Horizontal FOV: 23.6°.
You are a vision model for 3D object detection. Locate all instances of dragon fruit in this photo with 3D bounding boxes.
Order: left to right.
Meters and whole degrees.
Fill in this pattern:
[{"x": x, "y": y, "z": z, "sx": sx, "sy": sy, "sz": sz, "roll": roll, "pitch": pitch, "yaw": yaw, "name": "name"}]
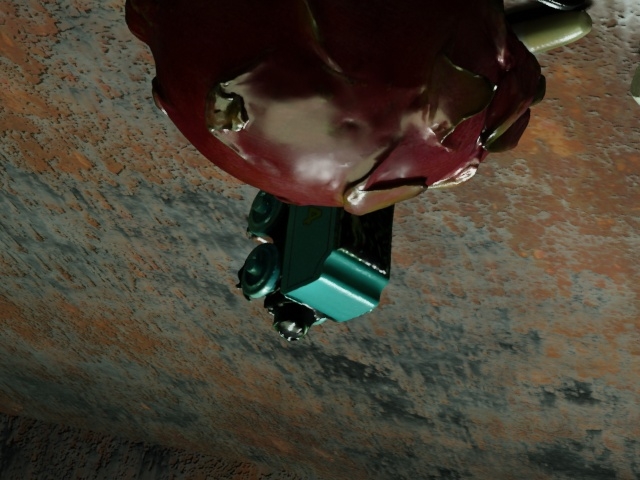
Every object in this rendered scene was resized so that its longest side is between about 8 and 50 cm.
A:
[{"x": 0.001, "y": -0.139, "z": 1.161, "sx": 0.315, "sy": 0.250, "sz": 0.250, "roll": 38, "pitch": 157, "yaw": -6, "name": "dragon fruit"}]

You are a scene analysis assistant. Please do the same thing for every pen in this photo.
[{"x": 0.134, "y": -0.157, "z": 1.285, "sx": 0.040, "sy": 0.032, "sz": 0.233, "roll": 2, "pitch": 173, "yaw": -43, "name": "pen"}]

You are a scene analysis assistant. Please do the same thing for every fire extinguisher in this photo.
[{"x": -0.058, "y": 0.001, "z": 1.848, "sx": 0.083, "sy": 0.022, "sz": 0.028, "roll": 29, "pitch": -168, "yaw": -33, "name": "fire extinguisher"}]

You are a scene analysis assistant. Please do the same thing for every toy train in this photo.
[{"x": 0.000, "y": 0.000, "z": 1.571, "sx": 0.107, "sy": 0.198, "sz": 0.154, "roll": 28, "pitch": 144, "yaw": -33, "name": "toy train"}]

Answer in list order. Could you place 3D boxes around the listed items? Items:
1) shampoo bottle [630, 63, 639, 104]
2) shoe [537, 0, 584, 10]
[{"x": 0.330, "y": -0.105, "z": 1.260, "sx": 0.152, "sy": 0.045, "sz": 0.077, "roll": 28, "pitch": 154, "yaw": -27, "name": "shampoo bottle"}, {"x": 0.130, "y": -0.216, "z": 1.095, "sx": 0.159, "sy": 0.062, "sz": 0.053, "roll": 22, "pitch": 146, "yaw": -17, "name": "shoe"}]
